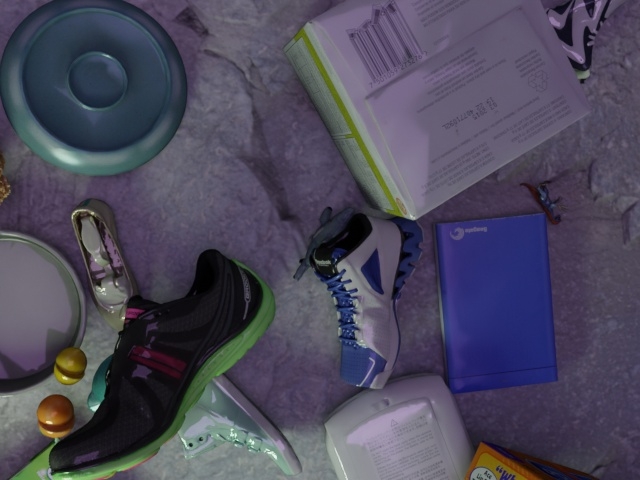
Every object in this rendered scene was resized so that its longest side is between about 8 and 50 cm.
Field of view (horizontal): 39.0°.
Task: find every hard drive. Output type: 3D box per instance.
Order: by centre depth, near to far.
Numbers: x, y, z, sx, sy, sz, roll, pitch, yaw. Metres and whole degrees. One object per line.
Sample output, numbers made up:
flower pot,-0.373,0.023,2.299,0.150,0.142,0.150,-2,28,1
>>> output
hard drive,0.327,0.116,1.690,0.210,0.040,0.319,-6,94,-6

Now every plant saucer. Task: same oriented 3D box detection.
plant saucer,-0.382,-0.270,1.548,0.317,0.043,0.318,1,88,-19

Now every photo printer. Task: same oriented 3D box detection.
photo printer,0.157,0.407,1.654,0.256,0.107,0.307,-22,95,-6

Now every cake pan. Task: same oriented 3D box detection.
cake pan,-0.554,0.125,1.580,0.293,0.054,0.293,0,93,-7

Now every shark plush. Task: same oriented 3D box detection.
shark plush,0.000,0.000,1.630,0.161,0.067,0.073,-39,97,-3

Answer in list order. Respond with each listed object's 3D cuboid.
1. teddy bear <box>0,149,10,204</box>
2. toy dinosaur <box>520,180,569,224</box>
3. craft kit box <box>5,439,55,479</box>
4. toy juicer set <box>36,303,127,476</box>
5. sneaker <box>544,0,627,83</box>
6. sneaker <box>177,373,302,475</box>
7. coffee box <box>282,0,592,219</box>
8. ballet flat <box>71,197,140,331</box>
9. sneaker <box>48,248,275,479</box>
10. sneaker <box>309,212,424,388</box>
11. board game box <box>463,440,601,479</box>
teddy bear,-0.693,-0.099,1.536,0.338,0.113,0.245,-36,90,4
toy dinosaur,0.426,-0.070,1.702,0.090,0.047,0.082,2,104,26
craft kit box,-0.486,0.526,1.587,0.246,0.061,0.250,-41,96,-18
toy juicer set,-0.359,0.234,1.585,0.209,0.089,0.329,44,71,-20
sneaker,0.485,-0.371,1.653,0.235,0.094,0.153,-24,97,-5
sneaker,-0.159,0.360,1.620,0.256,0.094,0.151,44,82,2
coffee box,0.175,-0.270,1.500,0.337,0.334,0.338,-30,98,-5
ballet flat,-0.378,0.048,1.583,0.086,0.086,0.248,-18,96,-5
sneaker,-0.281,0.200,1.490,0.202,0.185,0.483,50,55,-14
sneaker,0.055,0.089,1.587,0.182,0.127,0.315,16,85,-33
board game box,0.425,0.604,1.515,0.356,0.356,0.356,24,91,-34
